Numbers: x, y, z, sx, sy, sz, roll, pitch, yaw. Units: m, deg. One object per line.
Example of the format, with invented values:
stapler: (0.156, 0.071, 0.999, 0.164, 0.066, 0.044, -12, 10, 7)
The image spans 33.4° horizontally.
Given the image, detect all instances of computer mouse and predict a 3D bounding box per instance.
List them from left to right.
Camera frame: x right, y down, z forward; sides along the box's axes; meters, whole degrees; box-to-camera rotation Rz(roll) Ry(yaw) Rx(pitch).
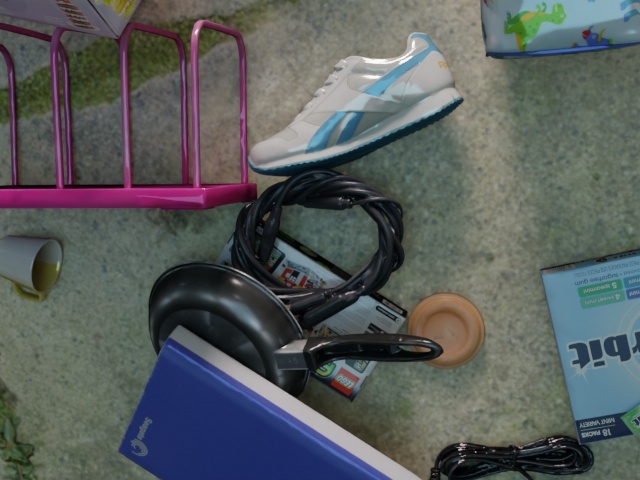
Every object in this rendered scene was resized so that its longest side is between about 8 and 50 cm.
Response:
computer mouse: (0.200, 0.340, 1.144, 0.184, 0.060, 0.262, 0, 98, 9)

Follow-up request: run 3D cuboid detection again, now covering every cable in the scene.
cable: (0.000, 0.000, 1.106, 0.184, 0.047, 0.150, -32, 86, 16)

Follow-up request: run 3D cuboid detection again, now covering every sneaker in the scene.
sneaker: (0.027, -0.133, 1.102, 0.228, 0.087, 0.092, -24, 86, 5)

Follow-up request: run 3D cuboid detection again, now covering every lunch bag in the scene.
lunch bag: (0.236, -0.220, 0.978, 0.176, 0.219, 0.090, -2, 104, 12)

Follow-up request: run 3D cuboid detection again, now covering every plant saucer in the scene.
plant saucer: (0.134, 0.098, 1.145, 0.083, 0.013, 0.083, 1, 98, 11)

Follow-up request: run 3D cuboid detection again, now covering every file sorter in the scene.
file sorter: (-0.229, -0.125, 1.086, 0.290, 0.202, 0.182, 0, 95, 10)

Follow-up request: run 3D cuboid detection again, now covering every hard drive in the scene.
hard drive: (-0.053, 0.246, 1.140, 0.318, 0.040, 0.210, 32, 132, 4)

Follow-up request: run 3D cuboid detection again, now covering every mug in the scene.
mug: (-0.335, 0.029, 1.197, 0.064, 0.062, 0.078, 13, 93, 16)

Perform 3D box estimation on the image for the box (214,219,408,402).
box: (-0.022, 0.071, 1.157, 0.207, 0.036, 0.114, 33, 102, 4)

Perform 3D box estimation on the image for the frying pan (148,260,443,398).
frying pan: (-0.046, 0.133, 1.118, 0.326, 0.053, 0.197, 21, 130, 16)

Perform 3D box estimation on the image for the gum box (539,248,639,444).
gum box: (0.323, 0.105, 1.098, 0.157, 0.041, 0.184, -12, 96, 11)

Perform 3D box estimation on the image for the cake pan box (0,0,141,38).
cake pan box: (-0.249, -0.326, 1.032, 0.267, 0.070, 0.246, 15, 66, 28)
